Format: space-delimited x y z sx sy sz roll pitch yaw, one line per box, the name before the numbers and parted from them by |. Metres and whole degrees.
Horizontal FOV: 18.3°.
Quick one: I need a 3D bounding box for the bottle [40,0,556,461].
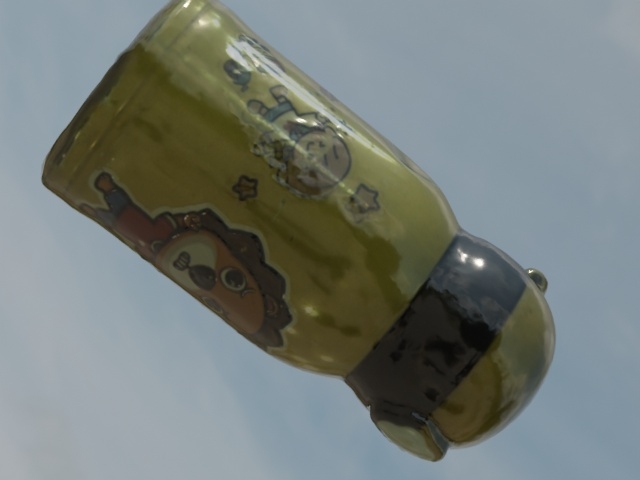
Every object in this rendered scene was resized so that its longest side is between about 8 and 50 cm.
bottle | 0.000 0.000 1.317 0.351 0.171 0.171 38 -26 -1
